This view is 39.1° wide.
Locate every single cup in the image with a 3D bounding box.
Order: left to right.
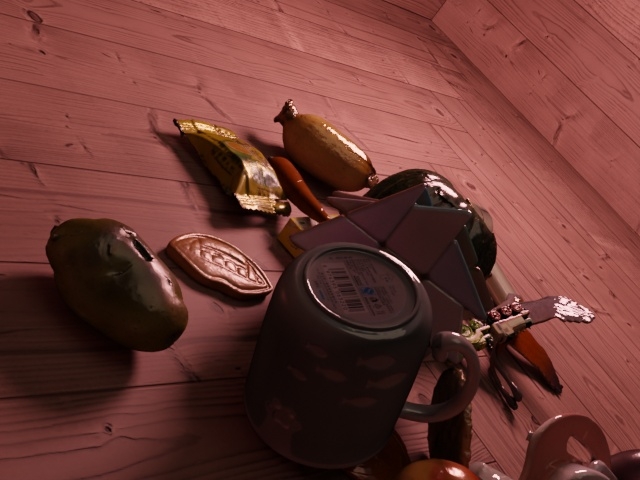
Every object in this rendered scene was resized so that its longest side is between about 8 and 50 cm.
[{"bbox_3d":[0.078,0.177,1.392,0.357,0.274,0.259,13,39,-4],"label":"cup"}]

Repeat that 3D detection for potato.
[{"bbox_3d":[-0.303,0.063,1.364,0.248,0.143,0.169,44,38,11],"label":"potato"}]

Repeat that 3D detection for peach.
[{"bbox_3d":[0.177,0.419,1.371,0.184,0.184,0.184,29,28,-17],"label":"peach"}]

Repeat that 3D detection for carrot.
[{"bbox_3d":[-0.054,-0.106,1.976,0.069,0.069,0.336,18,20,-34],"label":"carrot"}]

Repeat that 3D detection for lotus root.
[{"bbox_3d":[0.007,-0.216,2.206,0.303,0.131,0.146,38,3,-2],"label":"lotus root"}]

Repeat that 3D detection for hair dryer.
[{"bbox_3d":[0.416,0.053,2.305,0.203,0.128,0.362,12,46,-62],"label":"hair dryer"}]

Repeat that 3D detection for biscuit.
[{"bbox_3d":[-0.184,0.044,1.669,0.221,0.029,0.142,27,28,-21],"label":"biscuit"},{"bbox_3d":[0.219,0.323,1.538,0.033,0.219,0.220,5,35,-9],"label":"biscuit"}]

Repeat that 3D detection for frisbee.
[{"bbox_3d":[0.082,0.339,1.527,0.192,0.035,0.192,30,27,-17],"label":"frisbee"}]

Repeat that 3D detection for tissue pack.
[{"bbox_3d":[0.000,0.000,1.931,0.095,0.062,0.176,48,29,22],"label":"tissue pack"}]

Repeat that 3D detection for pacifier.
[{"bbox_3d":[0.364,0.439,1.495,0.273,0.332,0.220,26,-17,20],"label":"pacifier"}]

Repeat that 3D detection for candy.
[{"bbox_3d":[-0.183,-0.163,1.938,0.187,0.081,0.297,3,43,-52],"label":"candy"}]

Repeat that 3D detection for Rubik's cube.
[{"bbox_3d":[0.128,0.072,1.659,0.387,0.368,0.358,37,5,-1],"label":"Rubik's cube"}]

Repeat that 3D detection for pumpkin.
[{"bbox_3d":[0.237,-0.006,2.023,0.327,0.257,0.291,51,1,2],"label":"pumpkin"}]

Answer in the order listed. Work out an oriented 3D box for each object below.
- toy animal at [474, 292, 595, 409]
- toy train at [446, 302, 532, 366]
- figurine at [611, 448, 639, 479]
[{"bbox_3d":[0.427,0.233,2.078,0.284,0.225,0.302,-21,47,-37],"label":"toy animal"},{"bbox_3d":[0.361,0.201,1.970,0.250,0.053,0.085,-18,53,-28],"label":"toy train"},{"bbox_3d":[0.596,0.524,1.603,0.206,0.218,0.365,0,23,0],"label":"figurine"}]
